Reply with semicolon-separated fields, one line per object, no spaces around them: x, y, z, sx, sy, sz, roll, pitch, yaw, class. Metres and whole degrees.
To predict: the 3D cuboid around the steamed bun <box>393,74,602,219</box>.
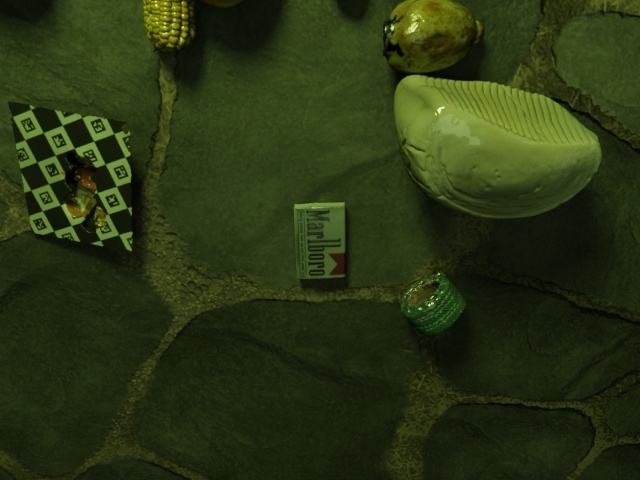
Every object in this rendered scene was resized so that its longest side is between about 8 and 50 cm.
0.313;-0.163;1.064;0.384;0.247;0.236;6;126;-17;steamed bun

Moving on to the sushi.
-0.502;-0.135;1.150;0.264;0.050;0.290;10;116;8;sushi

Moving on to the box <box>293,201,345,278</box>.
0.000;0.000;1.239;0.115;0.036;0.177;-2;114;-2;box

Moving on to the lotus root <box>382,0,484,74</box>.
0.215;-0.390;1.035;0.214;0.138;0.138;-13;114;-10;lotus root

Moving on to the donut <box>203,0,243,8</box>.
-0.174;-0.484;0.934;0.217;0.085;0.141;14;96;-40;donut

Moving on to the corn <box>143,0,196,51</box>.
-0.276;-0.497;0.972;0.102;0.102;0.312;-1;114;-2;corn

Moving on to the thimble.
0.260;0.148;1.271;0.135;0.118;0.090;-37;111;13;thimble
